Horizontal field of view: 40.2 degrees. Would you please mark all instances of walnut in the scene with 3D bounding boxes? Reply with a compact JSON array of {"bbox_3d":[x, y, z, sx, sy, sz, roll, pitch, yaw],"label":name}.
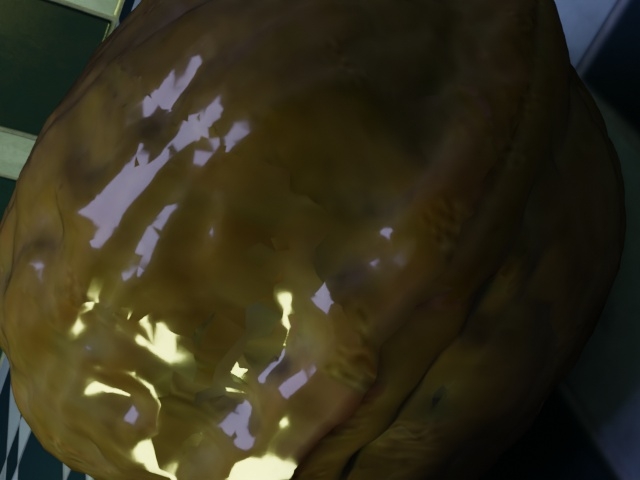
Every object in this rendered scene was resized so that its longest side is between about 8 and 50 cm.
[{"bbox_3d":[0.001,-0.002,0.471,0.344,0.306,0.306,-46,37,29],"label":"walnut"}]
